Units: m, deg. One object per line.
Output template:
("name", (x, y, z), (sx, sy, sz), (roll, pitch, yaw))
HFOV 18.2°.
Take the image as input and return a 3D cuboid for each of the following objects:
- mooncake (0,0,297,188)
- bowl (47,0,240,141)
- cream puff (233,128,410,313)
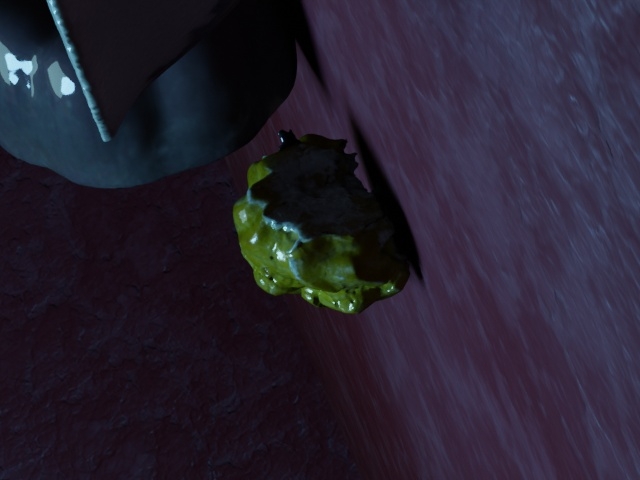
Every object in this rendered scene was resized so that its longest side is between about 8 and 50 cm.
("mooncake", (-0.169, -0.190, 1.701), (0.154, 0.306, 0.306), (82, 167, -45))
("bowl", (-0.100, -0.284, 0.998), (0.435, 0.196, 0.435), (158, 90, -86))
("cream puff", (0.000, 0.001, 1.572), (0.156, 0.121, 0.156), (61, 173, 12))
